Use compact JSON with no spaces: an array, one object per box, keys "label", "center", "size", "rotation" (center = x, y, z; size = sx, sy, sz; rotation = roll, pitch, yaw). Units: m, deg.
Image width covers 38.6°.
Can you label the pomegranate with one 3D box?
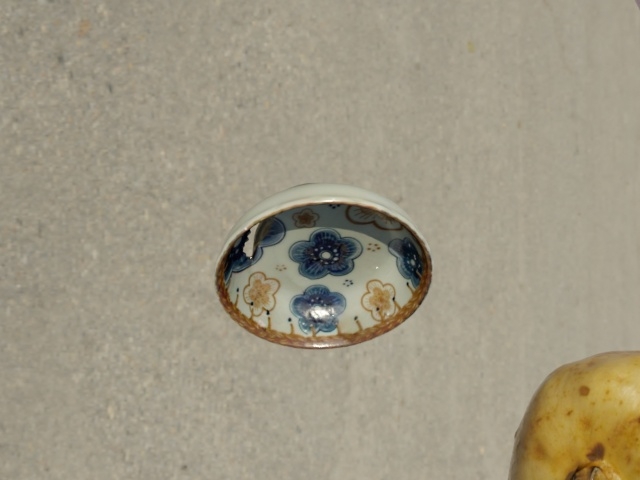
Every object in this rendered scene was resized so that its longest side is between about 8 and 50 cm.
[{"label":"pomegranate","center":[0.284,0.216,0.835],"size":[0.248,0.248,0.248],"rotation":[5,85,-63]}]

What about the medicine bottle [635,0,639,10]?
[{"label":"medicine bottle","center":[0.363,-0.237,0.648],"size":[0.254,0.152,0.152],"rotation":[-42,143,0]}]

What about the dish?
[{"label":"dish","center":[0.000,0.000,0.610],"size":[0.078,0.141,0.141],"rotation":[-96,163,-45]}]
